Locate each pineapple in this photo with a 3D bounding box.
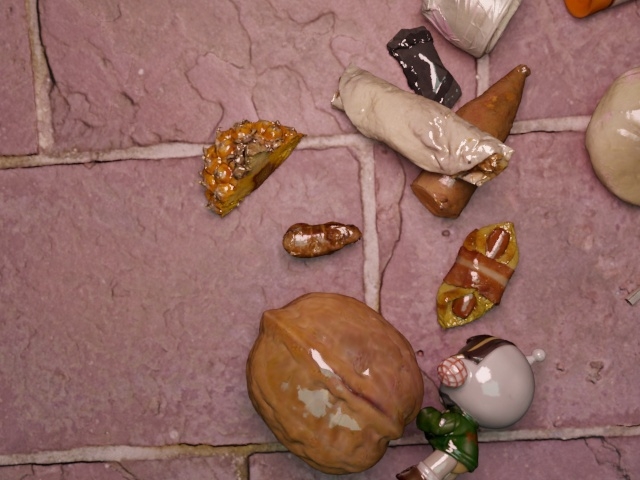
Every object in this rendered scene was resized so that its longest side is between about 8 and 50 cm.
[{"bbox_3d":[-0.168,-0.176,0.965,0.250,0.164,0.140,-44,85,8],"label":"pineapple"}]

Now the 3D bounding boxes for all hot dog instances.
[{"bbox_3d":[0.325,0.074,1.004,0.123,0.093,0.262,23,95,-1],"label":"hot dog"}]

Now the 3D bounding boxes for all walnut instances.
[{"bbox_3d":[0.018,0.253,0.935,0.306,0.306,0.344,-43,95,4],"label":"walnut"}]

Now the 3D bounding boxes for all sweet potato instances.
[{"bbox_3d":[0.300,-0.206,0.964,0.131,0.131,0.337,29,95,-1],"label":"sweet potato"}]

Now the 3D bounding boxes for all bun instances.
[{"bbox_3d":[0.652,-0.205,0.939,0.272,0.168,0.273,-1,102,-2],"label":"bun"}]

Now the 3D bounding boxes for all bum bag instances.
[{"bbox_3d":[0.214,-0.344,0.993,0.087,0.049,0.198,-31,94,9],"label":"bum bag"}]

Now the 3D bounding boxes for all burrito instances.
[{"bbox_3d":[0.168,-0.216,0.918,0.392,0.076,0.117,38,111,27],"label":"burrito"}]

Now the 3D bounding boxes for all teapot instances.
[{"bbox_3d":[0.295,-0.481,0.925,0.178,0.163,0.222,31,95,6],"label":"teapot"}]

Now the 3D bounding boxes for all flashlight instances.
[{"bbox_3d":[0.684,0.102,1.035,0.083,0.018,0.018,-44,91,4],"label":"flashlight"}]

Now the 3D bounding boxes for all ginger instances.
[{"bbox_3d":[0.000,0.000,1.005,0.162,0.103,0.074,-5,99,-8],"label":"ginger"}]

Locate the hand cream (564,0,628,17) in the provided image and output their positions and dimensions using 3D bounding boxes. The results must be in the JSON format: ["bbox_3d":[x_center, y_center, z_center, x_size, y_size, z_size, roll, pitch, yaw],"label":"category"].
[{"bbox_3d":[0.635,-0.542,0.949,0.314,0.089,0.140,-22,95,-1],"label":"hand cream"}]

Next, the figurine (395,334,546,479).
[{"bbox_3d":[0.287,0.333,0.950,0.370,0.167,0.281,-48,136,-16],"label":"figurine"}]
